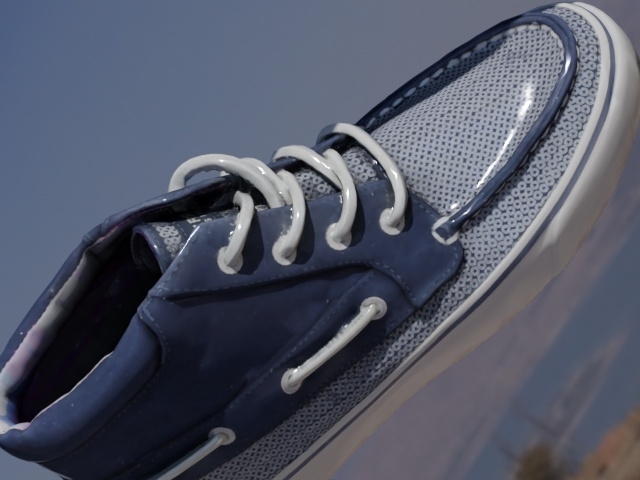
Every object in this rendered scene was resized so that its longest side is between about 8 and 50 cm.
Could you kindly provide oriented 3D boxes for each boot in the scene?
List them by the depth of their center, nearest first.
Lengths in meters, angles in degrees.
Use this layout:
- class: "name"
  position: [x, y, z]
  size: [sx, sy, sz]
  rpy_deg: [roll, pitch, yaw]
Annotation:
- class: "boot"
  position: [0.000, 0.000, 0.500]
  size: [0.190, 0.069, 0.086]
  rpy_deg: [-50, -45, 3]
